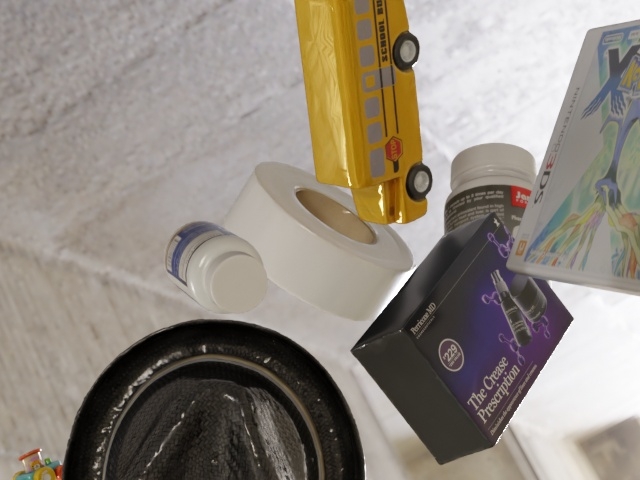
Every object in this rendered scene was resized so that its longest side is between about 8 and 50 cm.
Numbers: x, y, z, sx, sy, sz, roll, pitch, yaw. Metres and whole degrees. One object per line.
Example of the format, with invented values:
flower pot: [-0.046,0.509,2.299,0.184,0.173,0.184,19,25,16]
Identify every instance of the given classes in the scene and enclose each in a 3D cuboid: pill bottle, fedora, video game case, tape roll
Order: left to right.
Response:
fedora: [-0.103,0.241,1.258,0.334,0.334,0.152,-26,179,-3]
pill bottle: [-0.087,0.024,1.131,0.067,0.067,0.120,-22,-162,-17]
tape roll: [0.000,0.000,2.013,0.286,0.286,0.100,5,122,-57]
pill bottle: [0.269,0.002,2.037,0.161,0.283,0.161,2,151,1]
video game case: [0.322,-0.094,1.393,0.036,0.300,0.329,20,177,-18]

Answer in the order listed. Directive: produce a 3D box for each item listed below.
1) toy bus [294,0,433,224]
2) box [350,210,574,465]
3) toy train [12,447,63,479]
toy bus: [0.056,-0.181,1.757,0.130,0.332,0.108,-21,-157,-38]
box: [0.180,0.115,1.634,0.103,0.184,0.261,-32,-168,45]
toy train: [-0.369,0.276,1.544,0.166,0.046,0.125,-20,-177,-7]
